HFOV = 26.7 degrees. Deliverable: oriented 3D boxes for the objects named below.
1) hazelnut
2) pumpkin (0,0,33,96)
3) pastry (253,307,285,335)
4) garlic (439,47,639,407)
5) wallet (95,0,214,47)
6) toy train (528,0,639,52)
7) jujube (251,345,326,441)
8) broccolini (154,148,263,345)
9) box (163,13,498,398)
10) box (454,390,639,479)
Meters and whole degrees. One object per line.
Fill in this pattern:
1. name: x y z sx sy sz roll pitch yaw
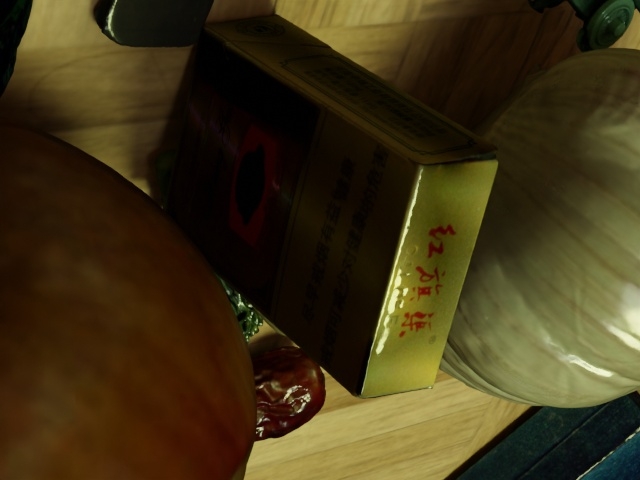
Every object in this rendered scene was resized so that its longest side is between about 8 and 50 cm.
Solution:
1. hazelnut: -0.215 0.114 0.800 0.366 0.366 0.366 -24 144 -19
2. pumpkin: -0.241 -0.095 0.575 0.248 0.248 0.248 -24 144 -19
3. pastry: 0.000 0.000 1.003 0.156 0.092 0.156 -55 157 -37
4. garlic: 0.208 0.000 1.029 0.259 0.317 0.317 41 103 -13
5. wallet: -0.080 -0.184 0.814 0.082 0.018 0.157 -5 134 -40
6. toy train: 0.196 -0.222 0.966 0.132 0.083 0.200 -47 146 9
7. jujube: -0.055 0.143 1.175 0.129 0.077 0.077 -29 145 -4
8. broccolini: -0.093 0.004 1.014 0.091 0.068 0.203 -37 132 -23
9. box: -0.004 -0.029 0.843 0.071 0.240 0.159 -6 120 -36
10. box: 0.310 0.299 1.649 0.261 0.116 0.279 -40 147 5
